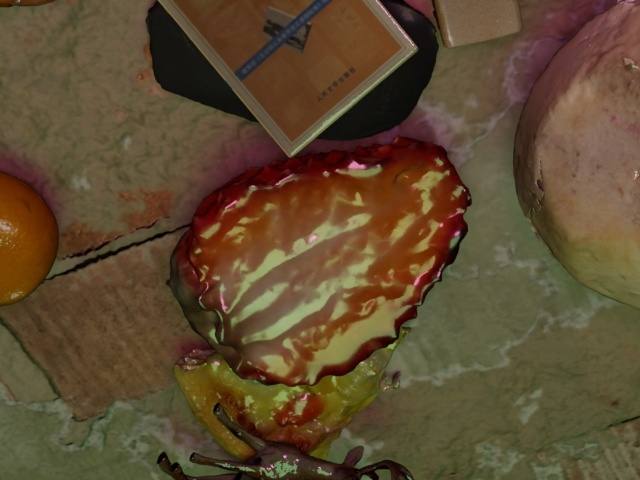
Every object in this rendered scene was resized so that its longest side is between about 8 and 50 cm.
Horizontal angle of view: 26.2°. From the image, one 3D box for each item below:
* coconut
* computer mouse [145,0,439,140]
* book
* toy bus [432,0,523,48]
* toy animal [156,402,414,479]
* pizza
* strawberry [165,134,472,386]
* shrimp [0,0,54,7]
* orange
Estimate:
[{"bbox_3d":[0.367,-0.084,1.352,0.353,0.352,0.352,-1,127,-1],"label":"coconut"},{"bbox_3d":[-0.030,-0.188,1.377,0.295,0.087,0.168,9,122,-7],"label":"computer mouse"},{"bbox_3d":[-0.044,-0.223,1.318,0.170,0.018,0.241,-40,92,17],"label":"book"},{"bbox_3d":[0.134,-0.283,1.302,0.091,0.103,0.182,-12,126,6],"label":"toy bus"},{"bbox_3d":[-0.044,0.285,1.664,0.260,0.087,0.243,28,145,-21],"label":"toy animal"},{"bbox_3d":[-0.018,0.174,1.657,0.288,0.075,0.280,-36,121,23],"label":"pizza"},{"bbox_3d":[0.000,0.000,1.496,0.336,0.149,0.265,-33,115,9],"label":"strawberry"},{"bbox_3d":[-0.268,-0.344,1.271,0.198,0.051,0.262,2,103,-36],"label":"shrimp"},{"bbox_3d":[-0.361,-0.003,1.483,0.156,0.124,0.156,-10,122,-16],"label":"orange"}]
